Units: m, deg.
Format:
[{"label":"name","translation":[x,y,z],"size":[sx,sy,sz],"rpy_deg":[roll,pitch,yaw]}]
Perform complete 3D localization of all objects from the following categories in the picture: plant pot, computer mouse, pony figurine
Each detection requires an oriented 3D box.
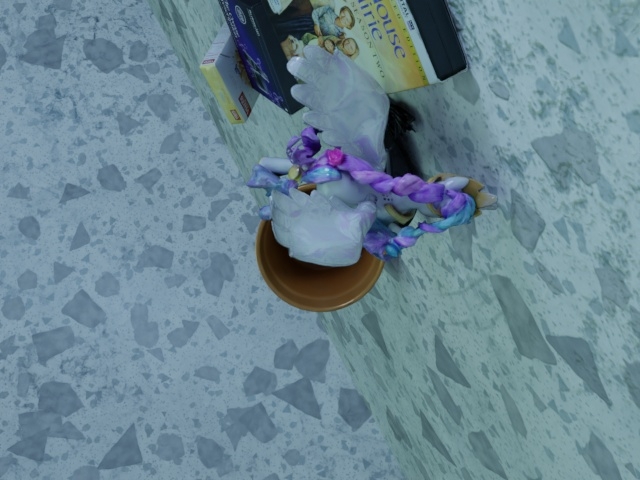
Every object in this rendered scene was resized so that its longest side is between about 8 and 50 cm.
[{"label":"plant pot","translation":[0.000,0.000,1.768],"size":[0.203,0.291,0.291],"rpy_deg":[-93,-20,-79]},{"label":"computer mouse","translation":[0.135,-0.132,1.377],"size":[0.188,0.072,0.272],"rpy_deg":[-134,33,-56]},{"label":"pony figurine","translation":[0.042,-0.087,1.167],"size":[0.363,0.351,0.303],"rpy_deg":[-4,71,57]}]

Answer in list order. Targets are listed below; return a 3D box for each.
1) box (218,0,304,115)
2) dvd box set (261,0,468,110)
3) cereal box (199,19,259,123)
[{"label":"box","translation":[-0.107,-0.423,1.618],"size":[0.184,0.103,0.261],"rpy_deg":[38,158,45]},{"label":"dvd box set","translation":[0.032,-0.363,1.167],"size":[0.420,0.062,0.308],"rpy_deg":[10,127,64]},{"label":"cereal box","translation":[-0.182,-0.410,1.753],"size":[0.173,0.047,0.240],"rpy_deg":[62,-143,-45]}]
